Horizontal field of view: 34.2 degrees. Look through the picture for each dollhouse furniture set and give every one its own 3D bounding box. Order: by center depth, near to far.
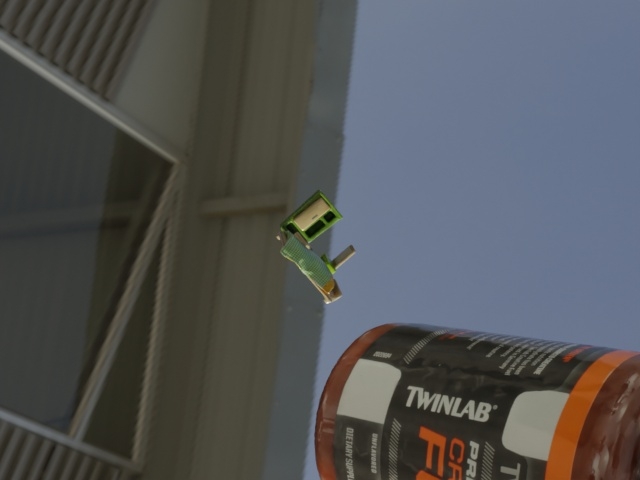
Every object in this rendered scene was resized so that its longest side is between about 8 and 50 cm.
[{"bbox_3d":[0.000,0.000,1.029,0.059,0.076,0.151,-40,-164,5],"label":"dollhouse furniture set"}]

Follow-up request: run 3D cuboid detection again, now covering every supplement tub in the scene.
[{"bbox_3d":[0.098,0.095,0.453,0.198,0.106,0.106,3,-115,45],"label":"supplement tub"}]
